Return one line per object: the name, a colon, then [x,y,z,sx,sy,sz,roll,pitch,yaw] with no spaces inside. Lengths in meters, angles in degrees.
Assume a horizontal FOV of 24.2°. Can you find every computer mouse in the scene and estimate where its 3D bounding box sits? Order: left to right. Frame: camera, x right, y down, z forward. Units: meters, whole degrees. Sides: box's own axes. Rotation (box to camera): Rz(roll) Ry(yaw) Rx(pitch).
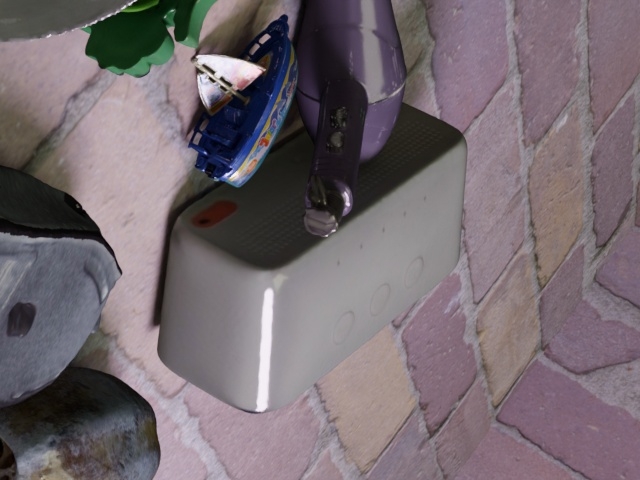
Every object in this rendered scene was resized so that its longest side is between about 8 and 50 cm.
computer mouse: [-0.281,0.035,1.203,0.203,0.114,0.374,-60,166,-3]

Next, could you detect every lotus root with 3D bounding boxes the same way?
lotus root: [-0.230,0.197,1.461,0.140,0.158,0.322,-37,169,17]

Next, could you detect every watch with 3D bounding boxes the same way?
watch: [-0.150,-0.224,1.136,0.165,0.131,0.152,-55,147,-5]

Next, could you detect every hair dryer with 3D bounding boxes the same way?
hair dryer: [0.021,-0.136,1.442,0.361,0.121,0.301,-84,175,-49]

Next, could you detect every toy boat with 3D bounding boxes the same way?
toy boat: [-0.082,-0.147,1.442,0.110,0.091,0.175,31,87,-41]

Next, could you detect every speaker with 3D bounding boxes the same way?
speaker: [0.000,0.000,1.664,0.406,0.183,0.184,-36,144,-42]

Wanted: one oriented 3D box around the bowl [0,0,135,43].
bowl: [-0.201,-0.281,0.848,0.146,0.313,0.313,-93,-169,-48]
